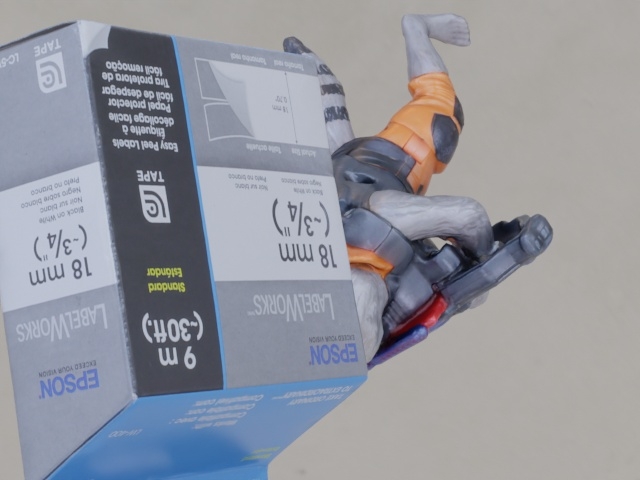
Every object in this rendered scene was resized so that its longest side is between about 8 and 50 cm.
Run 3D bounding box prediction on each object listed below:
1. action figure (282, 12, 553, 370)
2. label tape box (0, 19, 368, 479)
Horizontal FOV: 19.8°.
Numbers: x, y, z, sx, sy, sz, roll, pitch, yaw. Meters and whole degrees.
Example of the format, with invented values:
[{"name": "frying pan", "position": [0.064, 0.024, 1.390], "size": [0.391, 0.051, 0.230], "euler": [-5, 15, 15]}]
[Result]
[{"name": "action figure", "position": [0.000, 0.000, 1.403], "size": [0.341, 0.178, 0.330], "euler": [-37, 25, 26]}, {"name": "label tape box", "position": [-0.082, 0.045, 1.150], "size": [0.106, 0.240, 0.333], "euler": [-14, 82, 34]}]
